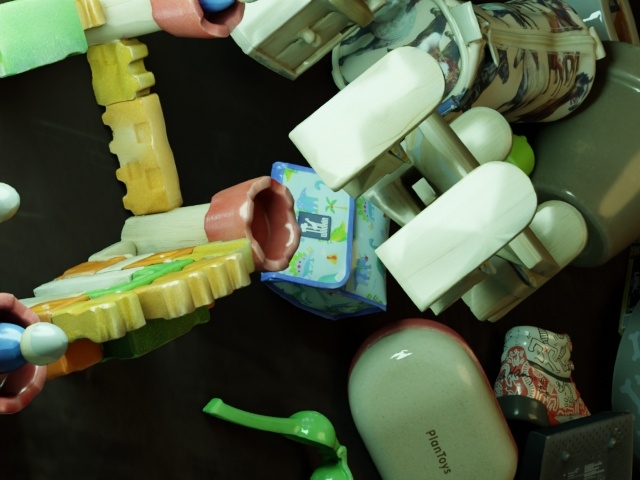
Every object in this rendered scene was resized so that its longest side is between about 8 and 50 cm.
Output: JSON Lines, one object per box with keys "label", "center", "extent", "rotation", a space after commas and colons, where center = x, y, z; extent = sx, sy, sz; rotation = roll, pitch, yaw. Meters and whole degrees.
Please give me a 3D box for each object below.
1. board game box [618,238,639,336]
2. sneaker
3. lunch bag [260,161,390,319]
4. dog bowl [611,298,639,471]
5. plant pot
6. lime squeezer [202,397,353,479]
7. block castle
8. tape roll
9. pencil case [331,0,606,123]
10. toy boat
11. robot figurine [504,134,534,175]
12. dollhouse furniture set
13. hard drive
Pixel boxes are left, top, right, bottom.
{"label": "board game box", "center": [0.501, 0.098, 2.591], "extent": [0.141, 0.048, 0.170], "rotation": [45, 48, -42]}
{"label": "sneaker", "center": [0.312, 0.203, 2.228], "extent": [0.270, 0.090, 0.145], "rotation": [35, 57, -46]}
{"label": "lunch bag", "center": [0.000, 0.000, 1.781], "extent": [0.151, 0.096, 0.129], "rotation": [23, 63, -42]}
{"label": "dog bowl", "center": [0.543, 0.199, 2.512], "extent": [0.348, 0.102, 0.349], "rotation": [-11, 105, -47]}
{"label": "plant pot", "center": [0.367, -0.094, 2.270], "extent": [0.229, 0.263, 0.263], "rotation": [-49, 126, -28]}
{"label": "lime squeezer", "center": [-0.008, 0.244, 1.745], "extent": [0.310, 0.058, 0.110], "rotation": [62, 37, -30]}
{"label": "block castle", "center": [-0.192, -0.058, 1.369], "extent": [0.453, 0.212, 0.303], "rotation": [-28, 107, -57]}
{"label": "tape roll", "center": [0.388, -0.296, 2.433], "extent": [0.219, 0.072, 0.219], "rotation": [47, 35, -48]}
{"label": "pencil case", "center": [0.188, -0.213, 2.036], "extent": [0.410, 0.183, 0.160], "rotation": [-10, 92, -59]}
{"label": "toy boat", "center": [0.117, 0.183, 1.909], "extent": [0.151, 0.151, 0.231], "rotation": [-102, 169, -63]}
{"label": "robot figurine", "center": [0.227, -0.091, 2.177], "extent": [0.115, 0.067, 0.101], "rotation": [-46, 117, -51]}
{"label": "dollhouse furniture set", "center": [0.123, -0.147, 1.666], "extent": [0.394, 0.256, 0.362], "rotation": [53, 10, 14]}
{"label": "hard drive", "center": [0.309, 0.340, 2.143], "extent": [0.172, 0.054, 0.255], "rotation": [-10, 108, -37]}
